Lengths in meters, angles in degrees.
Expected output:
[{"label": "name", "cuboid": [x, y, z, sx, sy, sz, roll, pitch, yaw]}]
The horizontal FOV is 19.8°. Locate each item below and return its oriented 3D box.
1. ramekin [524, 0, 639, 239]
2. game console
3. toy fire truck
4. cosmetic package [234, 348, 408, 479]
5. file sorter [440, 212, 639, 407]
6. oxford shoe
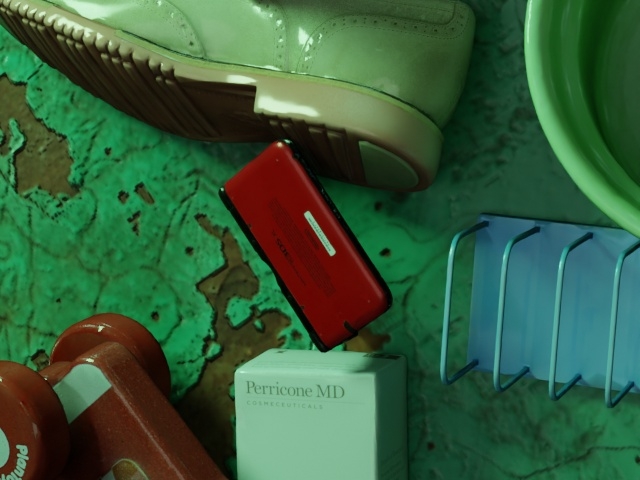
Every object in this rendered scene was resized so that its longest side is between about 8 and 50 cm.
[{"label": "ramekin", "cuboid": [0.289, -0.116, 1.167, 0.303, 0.148, 0.303, -2, 80, 12]}, {"label": "game console", "cuboid": [0.000, 0.000, 1.340, 0.124, 0.085, 0.144, -38, 84, 44]}, {"label": "toy fire truck", "cuboid": [-0.192, 0.221, 1.400, 0.302, 0.169, 0.254, -42, 81, 31]}, {"label": "cosmetic package", "cuboid": [0.003, 0.203, 1.391, 0.117, 0.085, 0.231, 0, 99, 20]}, {"label": "file sorter", "cuboid": [0.177, 0.052, 1.294, 0.170, 0.104, 0.118, 7, 99, 20]}, {"label": "oxford shoe", "cuboid": [-0.070, -0.156, 1.364, 0.397, 0.140, 0.146, 19, 75, 20]}]
